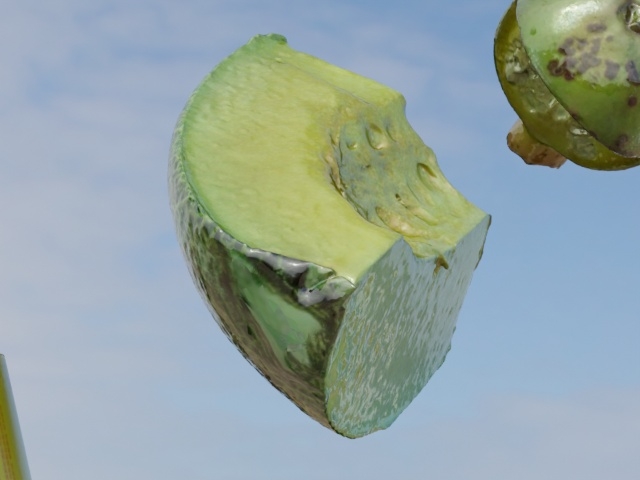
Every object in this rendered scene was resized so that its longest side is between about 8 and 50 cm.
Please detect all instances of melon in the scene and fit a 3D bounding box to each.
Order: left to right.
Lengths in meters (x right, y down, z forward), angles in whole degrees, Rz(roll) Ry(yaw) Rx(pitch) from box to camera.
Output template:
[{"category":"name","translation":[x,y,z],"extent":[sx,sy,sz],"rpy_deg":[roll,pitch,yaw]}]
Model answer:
[{"category":"melon","translation":[0.000,0.000,1.454],"extent":[0.226,0.331,0.343],"rpy_deg":[-16,8,31]}]

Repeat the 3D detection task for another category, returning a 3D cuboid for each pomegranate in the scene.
[{"category":"pomegranate","translation":[0.184,-0.113,1.228],"extent":[0.143,0.122,0.169],"rpy_deg":[43,-12,14]}]

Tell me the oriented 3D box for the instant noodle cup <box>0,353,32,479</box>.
[{"category":"instant noodle cup","translation":[-0.268,0.192,1.196],"extent":[0.215,0.236,0.215],"rpy_deg":[-8,-6,-1]}]
